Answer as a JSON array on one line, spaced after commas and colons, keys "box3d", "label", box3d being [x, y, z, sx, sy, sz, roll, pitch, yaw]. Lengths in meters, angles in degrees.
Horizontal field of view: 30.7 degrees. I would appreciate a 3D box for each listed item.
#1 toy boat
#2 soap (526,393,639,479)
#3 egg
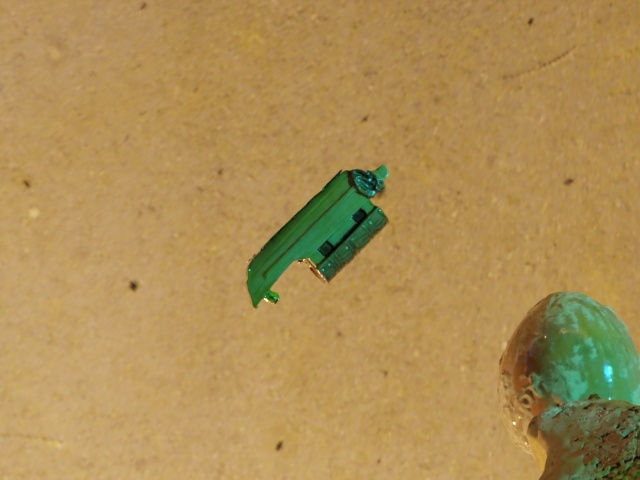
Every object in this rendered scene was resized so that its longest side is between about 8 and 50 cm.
[{"box3d": [0.000, 0.000, 1.362, 0.088, 0.068, 0.226, 45, 82, -2], "label": "toy boat"}, {"box3d": [0.176, 0.169, 0.392, 0.160, 0.080, 0.257, -9, 119, 34], "label": "soap"}, {"box3d": [0.340, 0.192, 1.580, 0.203, 0.203, 0.245, 0, 93, 19], "label": "egg"}]
